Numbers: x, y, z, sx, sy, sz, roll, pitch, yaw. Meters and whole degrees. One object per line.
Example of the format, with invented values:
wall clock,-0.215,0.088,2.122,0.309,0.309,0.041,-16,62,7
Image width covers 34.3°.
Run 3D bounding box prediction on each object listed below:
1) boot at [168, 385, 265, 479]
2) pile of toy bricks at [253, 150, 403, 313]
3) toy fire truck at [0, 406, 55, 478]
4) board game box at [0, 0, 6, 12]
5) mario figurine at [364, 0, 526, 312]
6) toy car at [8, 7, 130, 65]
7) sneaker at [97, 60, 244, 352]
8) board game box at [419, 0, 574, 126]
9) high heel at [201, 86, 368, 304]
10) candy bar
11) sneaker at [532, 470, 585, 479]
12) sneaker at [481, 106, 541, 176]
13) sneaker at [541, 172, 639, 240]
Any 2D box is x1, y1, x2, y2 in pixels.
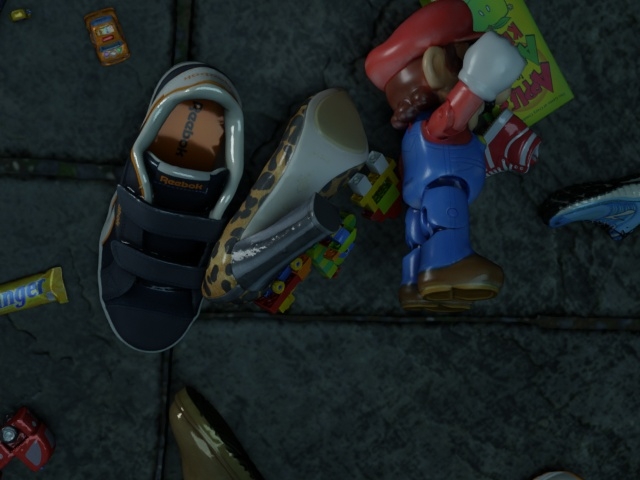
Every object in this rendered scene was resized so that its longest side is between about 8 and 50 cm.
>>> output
boot,-0.189,0.324,1.152,0.269,0.089,0.236,-33,107,-3
pile of toy bricks,0.000,0.000,1.137,0.212,0.118,0.105,-51,135,-15
toy fire truck,-0.349,0.290,1.135,0.192,0.047,0.135,-42,106,-2
board game box,-0.368,-0.294,1.017,0.194,0.060,0.194,39,90,-15
mario figurine,0.151,-0.093,1.053,0.170,0.198,0.320,11,73,-46
toy car,-0.258,-0.209,1.065,0.122,0.040,0.060,-3,101,-11
sneaker,-0.158,-0.026,1.077,0.126,0.127,0.321,9,100,-14
board game box,0.197,-0.213,1.155,0.092,0.043,0.181,-33,105,-4
high heel,-0.045,-0.052,1.086,0.093,0.261,0.186,40,126,-22
candy bar,-0.352,0.067,1.109,0.161,0.018,0.040,-15,103,-9
sneaker,0.254,0.403,1.240,0.099,0.121,0.262,31,93,-16
sneaker,0.197,-0.084,1.151,0.067,0.042,0.118,38,127,5
sneaker,0.338,-0.030,1.209,0.162,0.063,0.073,-9,105,-10
